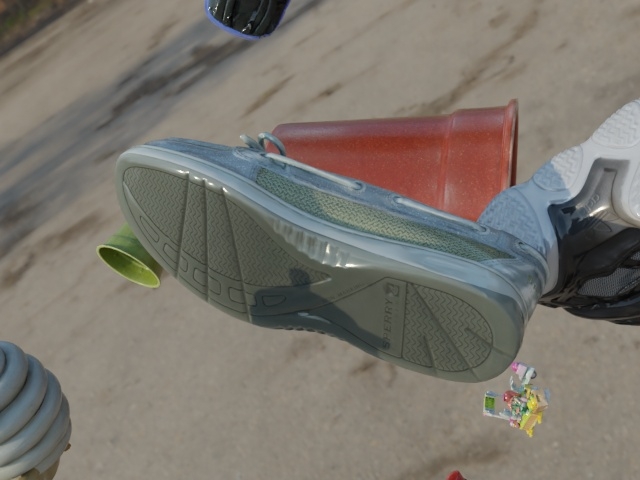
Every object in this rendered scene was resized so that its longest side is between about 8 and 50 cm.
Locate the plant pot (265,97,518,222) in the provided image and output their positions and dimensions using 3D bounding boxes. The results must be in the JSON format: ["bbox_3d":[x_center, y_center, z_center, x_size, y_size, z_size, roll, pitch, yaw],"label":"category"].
[{"bbox_3d":[0.078,-0.026,1.212,0.265,0.273,0.272,4,30,11],"label":"plant pot"}]

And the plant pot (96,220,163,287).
[{"bbox_3d":[-0.201,-0.001,1.265,0.083,0.083,0.079,-5,49,53],"label":"plant pot"}]

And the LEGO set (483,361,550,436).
[{"bbox_3d":[0.413,0.345,2.354,0.107,0.132,0.287,13,6,4],"label":"LEGO set"}]

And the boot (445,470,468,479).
[{"bbox_3d":[0.191,0.286,0.999,0.244,0.176,0.088,-6,25,20],"label":"boot"}]

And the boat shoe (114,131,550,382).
[{"bbox_3d":[0.001,-0.002,0.787,0.320,0.118,0.103,18,40,19],"label":"boat shoe"}]

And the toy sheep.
[{"bbox_3d":[-0.203,0.109,0.688,0.091,0.132,0.091,-12,38,10],"label":"toy sheep"}]

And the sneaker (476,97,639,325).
[{"bbox_3d":[0.250,-0.018,0.816,0.268,0.153,0.101,-32,47,40],"label":"sneaker"}]

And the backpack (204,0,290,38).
[{"bbox_3d":[-0.075,-0.287,1.244,0.101,0.097,0.120,-153,84,-81],"label":"backpack"}]
